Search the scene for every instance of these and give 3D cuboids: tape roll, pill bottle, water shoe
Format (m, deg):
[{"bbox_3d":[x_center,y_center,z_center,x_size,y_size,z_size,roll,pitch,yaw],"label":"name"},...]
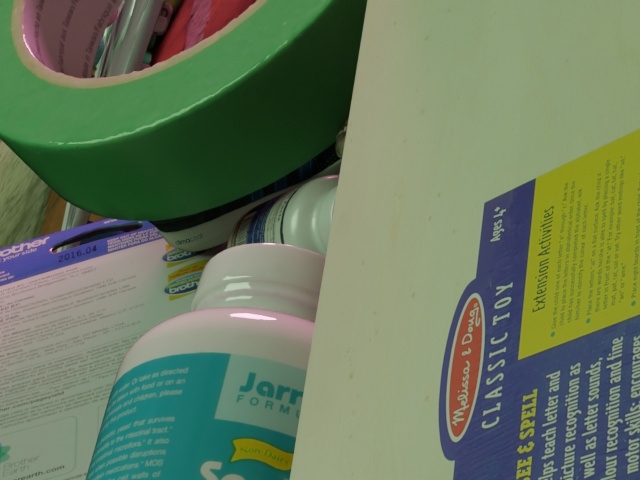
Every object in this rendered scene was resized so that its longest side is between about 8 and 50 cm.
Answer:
[{"bbox_3d":[-0.068,-0.162,1.066,0.321,0.077,0.321,-21,45,22],"label":"tape roll"},{"bbox_3d":[-0.040,0.133,0.812,0.146,0.146,0.264,-37,33,49],"label":"pill bottle"},{"bbox_3d":[0.000,0.000,0.995,0.120,0.067,0.067,-21,45,60],"label":"pill bottle"},{"bbox_3d":[-0.030,-0.066,1.068,0.203,0.080,0.073,-33,29,16],"label":"water shoe"}]

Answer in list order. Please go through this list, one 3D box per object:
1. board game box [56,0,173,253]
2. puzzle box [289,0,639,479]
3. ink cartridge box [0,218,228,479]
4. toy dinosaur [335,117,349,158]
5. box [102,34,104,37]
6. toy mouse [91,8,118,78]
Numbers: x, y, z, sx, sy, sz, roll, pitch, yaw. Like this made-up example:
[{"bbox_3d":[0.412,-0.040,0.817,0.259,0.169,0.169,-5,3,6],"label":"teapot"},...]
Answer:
[{"bbox_3d":[-0.132,-0.208,1.466,0.390,0.050,0.390,-87,17,-49],"label":"board game box"},{"bbox_3d":[0.109,-0.045,0.724,0.272,0.052,0.409,-26,44,44],"label":"puzzle box"},{"bbox_3d":[-0.128,0.084,1.066,0.185,0.065,0.311,-16,33,3],"label":"ink cartridge box"},{"bbox_3d":[0.114,-0.123,0.900,0.268,0.064,0.118,-36,36,41],"label":"toy dinosaur"},{"bbox_3d":[-0.206,-0.450,1.840,0.293,0.212,0.395,-20,47,60],"label":"box"},{"bbox_3d":[-0.203,-0.180,1.557,0.143,0.031,0.161,-87,17,-46],"label":"toy mouse"}]
